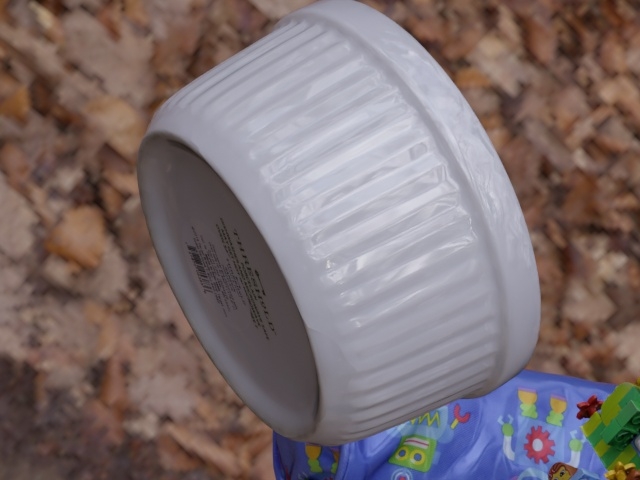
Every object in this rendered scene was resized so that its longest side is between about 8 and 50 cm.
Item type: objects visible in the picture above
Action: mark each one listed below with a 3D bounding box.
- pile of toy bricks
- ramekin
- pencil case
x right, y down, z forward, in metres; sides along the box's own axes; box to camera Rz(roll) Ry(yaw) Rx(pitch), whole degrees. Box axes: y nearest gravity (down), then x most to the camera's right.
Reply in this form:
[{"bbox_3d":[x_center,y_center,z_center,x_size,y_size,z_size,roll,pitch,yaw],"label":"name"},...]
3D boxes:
[{"bbox_3d":[0.195,0.129,1.134,0.118,0.212,0.105,26,23,-37],"label":"pile of toy bricks"},{"bbox_3d":[0.000,0.000,0.881,0.109,0.207,0.207,-28,73,-21],"label":"ramekin"},{"bbox_3d":[0.119,0.154,1.296,0.306,0.119,0.133,10,70,-21],"label":"pencil case"}]
